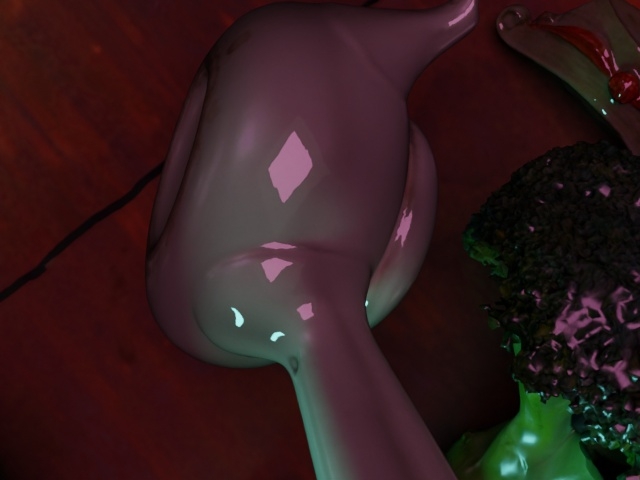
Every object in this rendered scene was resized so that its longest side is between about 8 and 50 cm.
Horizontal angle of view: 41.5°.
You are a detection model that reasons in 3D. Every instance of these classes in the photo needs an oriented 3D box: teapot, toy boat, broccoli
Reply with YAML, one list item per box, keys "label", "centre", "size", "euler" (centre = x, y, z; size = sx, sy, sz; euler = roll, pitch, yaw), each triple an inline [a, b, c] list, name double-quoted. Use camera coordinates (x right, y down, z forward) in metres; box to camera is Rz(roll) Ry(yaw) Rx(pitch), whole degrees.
- label: "teapot"
  centre: [-0.014, 0.020, 0.451]
  size: [0.149, 0.220, 0.318]
  euler: [15, 63, -16]
- label: "toy boat"
  centre: [0.198, -0.101, 0.552]
  size: [0.185, 0.071, 0.089]
  euler: [46, 44, 3]
- label: "broccoli"
  centre: [0.160, 0.090, 0.460]
  size: [0.297, 0.297, 0.297]
  euler: [-32, 85, 23]
